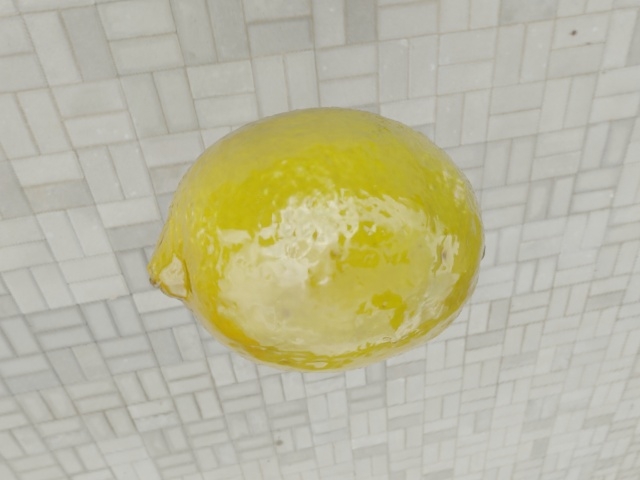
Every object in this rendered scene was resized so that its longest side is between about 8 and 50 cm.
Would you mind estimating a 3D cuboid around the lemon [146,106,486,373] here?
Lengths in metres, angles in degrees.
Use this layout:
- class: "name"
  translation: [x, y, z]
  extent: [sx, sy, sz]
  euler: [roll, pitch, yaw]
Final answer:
- class: "lemon"
  translation: [0.005, 0.000, 0.447]
  extent: [0.263, 0.236, 0.236]
  euler: [21, 117, -23]
